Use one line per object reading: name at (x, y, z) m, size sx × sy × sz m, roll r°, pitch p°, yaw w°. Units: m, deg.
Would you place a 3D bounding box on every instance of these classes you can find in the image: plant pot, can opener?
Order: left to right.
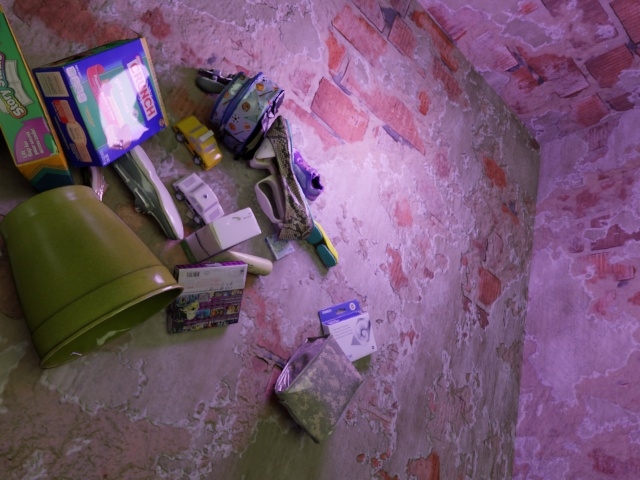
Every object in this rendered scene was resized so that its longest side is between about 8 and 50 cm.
plant pot at (-0.594, 0.066, 1.208) m, size 0.366 × 0.366 × 0.353 m, roll -28°, pitch 83°, yaw -41°
can opener at (-0.324, -0.566, 1.792) m, size 0.283 × 0.076 × 0.095 m, roll 12°, pitch 101°, yaw -37°

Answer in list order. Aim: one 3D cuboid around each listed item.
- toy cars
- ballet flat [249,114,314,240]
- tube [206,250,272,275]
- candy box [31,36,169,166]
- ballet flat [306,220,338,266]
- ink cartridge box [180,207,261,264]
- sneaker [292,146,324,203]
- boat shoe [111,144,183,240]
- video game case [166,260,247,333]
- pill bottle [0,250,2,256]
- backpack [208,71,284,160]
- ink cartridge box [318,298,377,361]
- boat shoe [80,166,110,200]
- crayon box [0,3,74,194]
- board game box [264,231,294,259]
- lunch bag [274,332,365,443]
toy cars at (-0.395, -0.238, 1.606) m, size 0.176 × 0.087 × 0.395 m, roll 6°, pitch 73°, yaw -38°
ballet flat at (-0.159, -0.230, 1.763) m, size 0.181 × 0.164 × 0.484 m, roll -11°, pitch 82°, yaw -23°
tube at (-0.258, 0.073, 1.599) m, size 0.240 × 0.062 × 0.070 m, roll 22°, pitch 100°, yaw -54°
candy box at (-0.589, -0.391, 1.349) m, size 0.317 × 0.122 × 0.269 m, roll -60°, pitch 149°, yaw -50°
ballet flat at (0.000, 0.000, 1.882) m, size 0.231 × 0.077 × 0.077 m, roll 57°, pitch 29°, yaw -14°
ink cartridge box at (-0.315, -0.011, 1.515) m, size 0.160 × 0.219 × 0.093 m, roll -27°, pitch 94°, yaw -41°
sneaker at (-0.057, -0.264, 1.885) m, size 0.095 × 0.104 × 0.237 m, roll -31°, pitch 96°, yaw -40°
boat shoe at (-0.527, -0.134, 1.482) m, size 0.098 × 0.116 × 0.320 m, roll -25°, pitch 103°, yaw 2°
video game case at (-0.346, 0.171, 1.487) m, size 0.231 × 0.041 × 0.211 m, roll -3°, pitch 111°, yaw -40°
pill bottle at (-0.855, -0.047, 1.137) m, size 0.131 × 0.131 × 0.230 m, roll -28°, pitch 95°, yaw -41°
backpack at (-0.245, -0.455, 1.660) m, size 0.213 × 0.263 × 0.277 m, roll 33°, pitch 69°, yaw -20°
ink cartridge box at (0.110, 0.353, 1.874) m, size 0.223 × 0.045 × 0.224 m, roll -12°, pitch 84°, yaw -41°
boat shoe at (-0.643, -0.155, 1.394) m, size 0.072 × 0.068 × 0.190 m, roll 8°, pitch 71°, yaw -50°
crayon box at (-0.735, -0.324, 1.191) m, size 0.106 × 0.313 × 0.363 m, roll -22°, pitch 92°, yaw -24°
board game box at (-0.151, 0.015, 1.777) m, size 0.090 × 0.020 × 0.090 m, roll -29°, pitch 94°, yaw -41°
lunch bag at (-0.016, 0.504, 1.644) m, size 0.235 × 0.168 × 0.287 m, roll 55°, pitch 46°, yaw -13°
